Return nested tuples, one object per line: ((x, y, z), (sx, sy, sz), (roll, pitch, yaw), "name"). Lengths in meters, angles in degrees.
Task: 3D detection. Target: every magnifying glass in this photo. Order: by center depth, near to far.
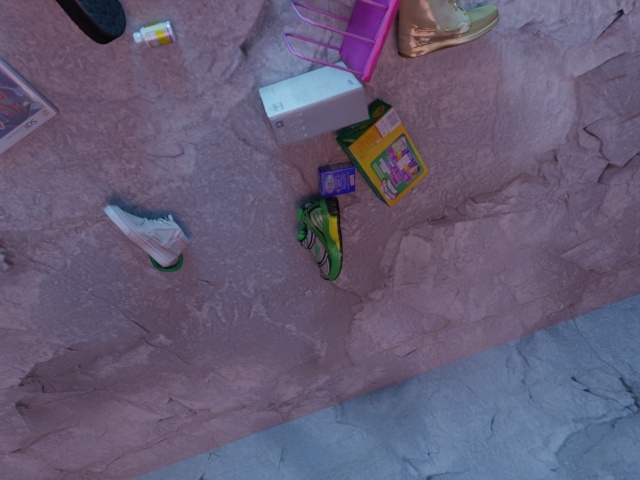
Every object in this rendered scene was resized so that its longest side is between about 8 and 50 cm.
((-0.518, 0.022, 1.283), (0.092, 0.026, 0.231), (-30, 134, 8), "magnifying glass")

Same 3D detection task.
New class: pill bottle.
((-0.363, -0.449, 0.910), (0.083, 0.043, 0.043), (-16, 133, -4), "pill bottle")

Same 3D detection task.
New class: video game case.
((-0.736, -0.313, 0.919), (0.183, 0.023, 0.201), (-30, 132, 9), "video game case")

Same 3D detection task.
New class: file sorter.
((0.048, -0.528, 0.869), (0.182, 0.202, 0.291), (7, 127, -21), "file sorter")

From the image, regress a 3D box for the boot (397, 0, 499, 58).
((0.300, -0.575, 0.986), (0.262, 0.095, 0.203), (-17, 132, 3), "boot")

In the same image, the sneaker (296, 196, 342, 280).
((0.000, 0.000, 1.380), (0.146, 0.134, 0.343), (-3, 131, 6), "sneaker")

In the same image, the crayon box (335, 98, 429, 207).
((0.188, -0.246, 1.215), (0.165, 0.081, 0.278), (-43, 131, 2), "crayon box")

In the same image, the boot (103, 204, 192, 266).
((-0.486, -0.040, 1.195), (0.123, 0.095, 0.258), (-44, 137, -11), "boot")

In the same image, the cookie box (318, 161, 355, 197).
((0.051, -0.186, 1.273), (0.107, 0.040, 0.092), (-11, 131, -9), "cookie box")

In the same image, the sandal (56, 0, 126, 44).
((-0.531, -0.541, 0.705), (0.107, 0.167, 0.446), (-14, 135, 18), "sandal")

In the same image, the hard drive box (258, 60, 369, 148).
((-0.021, -0.339, 1.024), (0.232, 0.181, 0.089), (-19, 133, -1), "hard drive box")
